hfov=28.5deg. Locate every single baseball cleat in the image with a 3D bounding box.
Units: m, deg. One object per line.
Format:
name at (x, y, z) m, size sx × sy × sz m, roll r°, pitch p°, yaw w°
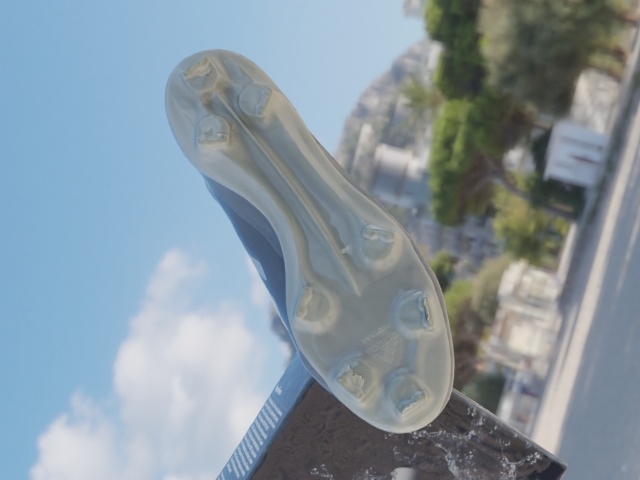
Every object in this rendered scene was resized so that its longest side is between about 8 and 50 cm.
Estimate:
baseball cleat at (0.000, 0.000, 0.598) m, size 0.072 × 0.206 × 0.109 m, roll -30°, pitch -14°, yaw -1°

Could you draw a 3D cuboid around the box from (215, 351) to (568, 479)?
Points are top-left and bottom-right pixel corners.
box at (0.030, 0.150, 0.735) m, size 0.158 × 0.156 × 0.093 m, roll -58°, pitch 7°, yaw -4°
